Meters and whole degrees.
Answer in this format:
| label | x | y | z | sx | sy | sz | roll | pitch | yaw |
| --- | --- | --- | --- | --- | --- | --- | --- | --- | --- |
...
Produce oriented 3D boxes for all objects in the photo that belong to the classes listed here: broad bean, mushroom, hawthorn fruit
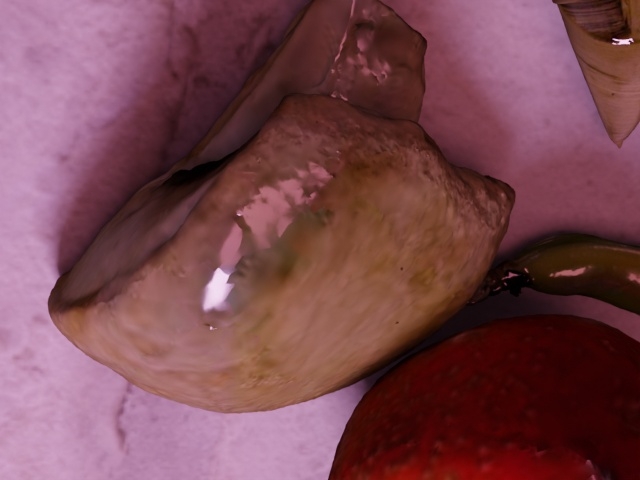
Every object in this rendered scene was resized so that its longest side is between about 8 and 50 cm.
| label | x | y | z | sx | sy | sz | roll | pitch | yaw |
| --- | --- | --- | --- | --- | --- | --- | --- | --- | --- |
| broad bean | 0.252 | 0.041 | 0.964 | 0.325 | 0.067 | 0.075 | 13 | 94 | -14 |
| mushroom | 0.002 | 0.009 | 0.825 | 0.217 | 0.212 | 0.292 | 39 | 92 | -15 |
| hawthorn fruit | 0.160 | 0.166 | 0.866 | 0.300 | 0.254 | 0.254 | -18 | 117 | 21 |

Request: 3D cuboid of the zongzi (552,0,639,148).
| label | x | y | z | sx | sy | sz | roll | pitch | yaw |
| --- | --- | --- | --- | --- | --- | --- | --- | --- | --- |
| zongzi | 0.250 | -0.234 | 0.830 | 0.274 | 0.145 | 0.300 | -35 | 133 | -4 |
